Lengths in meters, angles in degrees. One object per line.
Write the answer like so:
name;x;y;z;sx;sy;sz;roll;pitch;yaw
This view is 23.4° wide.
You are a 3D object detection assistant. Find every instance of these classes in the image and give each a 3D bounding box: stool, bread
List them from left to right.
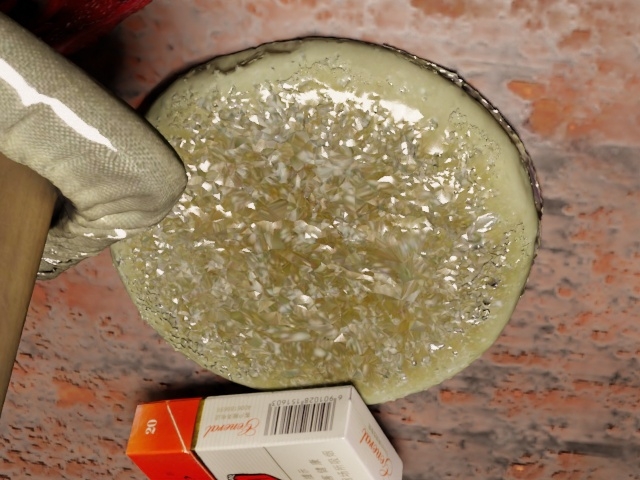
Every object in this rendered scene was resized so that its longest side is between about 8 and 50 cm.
stool;-0.269;-0.010;0.766;0.310;0.226;0.310;33;158;-15
bread;0.000;0.000;0.923;0.267;0.040;0.267;4;125;5

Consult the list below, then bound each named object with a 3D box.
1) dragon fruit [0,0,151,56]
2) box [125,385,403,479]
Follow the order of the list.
dragon fruit;-0.125;-0.127;0.809;0.092;0.122;0.192;30;122;-31
box;-0.035;0.141;0.999;0.152;0.048;0.100;-9;138;20
